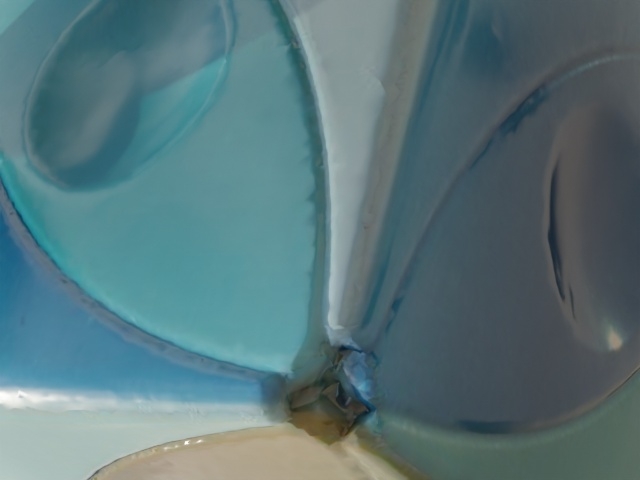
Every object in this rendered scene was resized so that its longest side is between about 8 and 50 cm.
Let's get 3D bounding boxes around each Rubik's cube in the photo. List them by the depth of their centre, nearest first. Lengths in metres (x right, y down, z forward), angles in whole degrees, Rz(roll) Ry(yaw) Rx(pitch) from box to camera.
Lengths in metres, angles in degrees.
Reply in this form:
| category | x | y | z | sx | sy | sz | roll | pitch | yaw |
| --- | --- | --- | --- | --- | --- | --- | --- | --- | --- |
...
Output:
| category | x | y | z | sx | sy | sz | roll | pitch | yaw |
| --- | --- | --- | --- | --- | --- | --- | --- | --- | --- |
| Rubik's cube | 0.000 | 0.000 | 0.872 | 0.352 | 0.347 | 0.351 | 37 | -121 | -46 |
